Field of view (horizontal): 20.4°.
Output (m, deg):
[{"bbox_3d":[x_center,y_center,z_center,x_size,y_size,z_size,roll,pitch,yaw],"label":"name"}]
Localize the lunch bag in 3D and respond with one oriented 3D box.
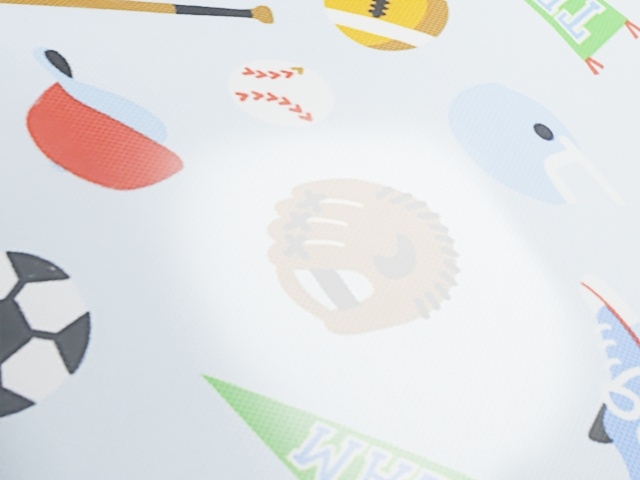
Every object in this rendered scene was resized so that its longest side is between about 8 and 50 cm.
[{"bbox_3d":[0.045,0.060,0.567,0.385,0.239,0.328,-18,61,-30],"label":"lunch bag"}]
